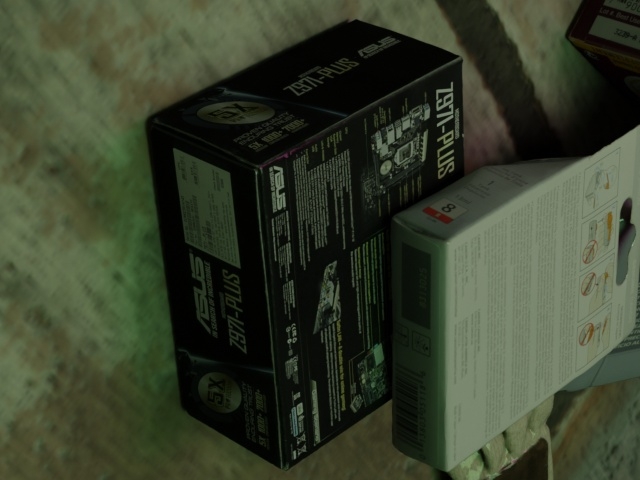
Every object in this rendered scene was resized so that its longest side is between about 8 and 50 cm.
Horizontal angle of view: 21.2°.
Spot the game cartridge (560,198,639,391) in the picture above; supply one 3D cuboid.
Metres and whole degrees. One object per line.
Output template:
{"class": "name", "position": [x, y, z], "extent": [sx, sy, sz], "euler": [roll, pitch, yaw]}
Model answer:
{"class": "game cartridge", "position": [0.262, 0.002, 1.081], "extent": [0.297, 0.062, 0.198], "euler": [-9, 137, -24]}

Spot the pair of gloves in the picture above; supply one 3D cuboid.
{"class": "pair of gloves", "position": [0.075, 0.218, 1.106], "extent": [0.240, 0.042, 0.204], "euler": [-32, 131, -34]}

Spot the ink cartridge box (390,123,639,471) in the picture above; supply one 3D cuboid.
{"class": "ink cartridge box", "position": [0.108, 0.020, 0.920], "extent": [0.179, 0.045, 0.145], "euler": [-32, 131, -40]}

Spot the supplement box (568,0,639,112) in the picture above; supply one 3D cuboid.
{"class": "supplement box", "position": [0.252, -0.109, 1.087], "extent": [0.188, 0.104, 0.080], "euler": [33, 84, -51]}

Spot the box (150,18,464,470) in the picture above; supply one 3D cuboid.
{"class": "box", "position": [0.000, 0.000, 0.877], "extent": [0.147, 0.078, 0.180], "euler": [-31, 130, -36]}
